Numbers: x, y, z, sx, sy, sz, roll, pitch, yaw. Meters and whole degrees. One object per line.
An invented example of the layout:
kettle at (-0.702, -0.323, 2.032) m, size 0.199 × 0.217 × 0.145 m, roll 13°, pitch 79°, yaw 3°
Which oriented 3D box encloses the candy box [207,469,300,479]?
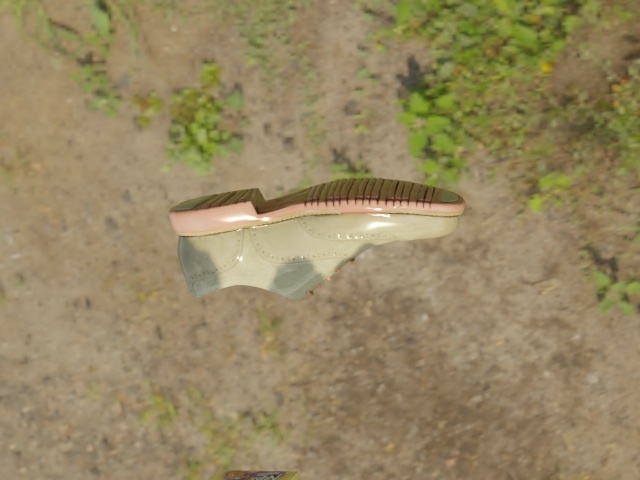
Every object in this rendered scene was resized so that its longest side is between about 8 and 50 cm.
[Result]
candy box at (-0.062, 0.355, 1.525) m, size 0.109 × 0.053 × 0.186 m, roll -4°, pitch 108°, yaw 29°

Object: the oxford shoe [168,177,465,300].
oxford shoe at (0.000, 0.000, 1.797) m, size 0.397 × 0.140 × 0.146 m, roll -4°, pitch 102°, yaw 13°
